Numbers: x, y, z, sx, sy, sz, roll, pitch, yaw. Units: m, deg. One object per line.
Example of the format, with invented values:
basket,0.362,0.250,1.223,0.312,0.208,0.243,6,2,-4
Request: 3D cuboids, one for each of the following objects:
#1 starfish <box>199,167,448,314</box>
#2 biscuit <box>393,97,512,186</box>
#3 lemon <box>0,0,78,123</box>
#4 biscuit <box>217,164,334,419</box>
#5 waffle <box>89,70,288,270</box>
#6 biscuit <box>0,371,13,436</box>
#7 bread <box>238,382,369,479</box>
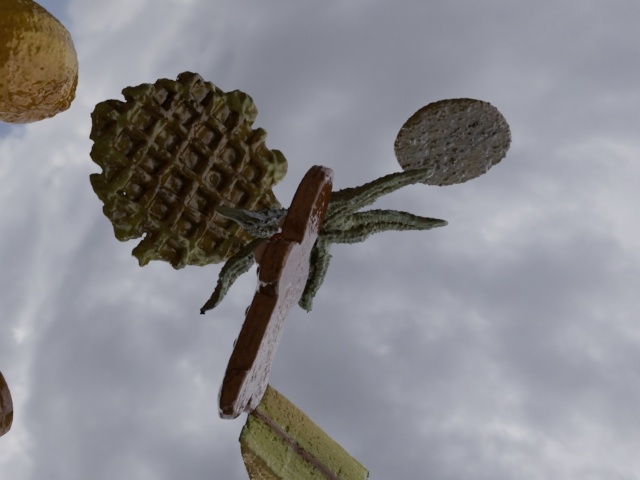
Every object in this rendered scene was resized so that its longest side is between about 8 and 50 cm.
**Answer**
starfish,0.001,-0.002,1.257,0.347,0.358,0.078,113,-38,-49
biscuit,0.237,-0.174,1.618,0.220,0.220,0.033,-30,-135,27
lemon,-0.339,-0.197,0.994,0.142,0.187,0.142,-7,-106,25
biscuit,-0.055,0.057,1.101,0.049,0.205,0.324,20,-95,9
waffle,-0.196,-0.109,1.382,0.068,0.325,0.302,-11,-89,55
biscuit,-0.395,0.173,0.964,0.250,0.036,0.165,-15,-87,48
bread,-0.065,0.395,1.510,0.163,0.264,0.167,-40,-168,31
